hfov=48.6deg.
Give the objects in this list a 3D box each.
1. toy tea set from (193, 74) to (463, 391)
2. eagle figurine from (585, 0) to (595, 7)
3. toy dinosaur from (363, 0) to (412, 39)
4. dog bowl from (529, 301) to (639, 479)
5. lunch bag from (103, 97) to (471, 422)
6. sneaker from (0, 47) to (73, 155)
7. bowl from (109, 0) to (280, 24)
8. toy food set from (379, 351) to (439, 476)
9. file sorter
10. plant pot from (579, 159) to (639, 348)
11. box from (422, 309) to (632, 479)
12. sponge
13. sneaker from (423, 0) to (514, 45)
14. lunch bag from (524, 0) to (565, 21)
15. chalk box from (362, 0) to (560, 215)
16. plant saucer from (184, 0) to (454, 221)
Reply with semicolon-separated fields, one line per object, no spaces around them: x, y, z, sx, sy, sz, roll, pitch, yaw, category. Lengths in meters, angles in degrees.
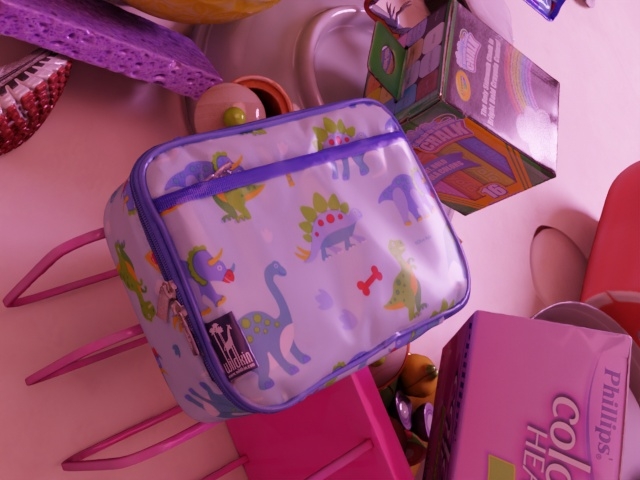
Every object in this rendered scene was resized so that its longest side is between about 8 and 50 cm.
0.000;0.000;0.666;0.336;0.124;0.200;41;85;-16;toy tea set
0.456;-0.583;1.290;0.298;0.225;0.226;24;10;5;eagle figurine
0.083;-0.240;0.798;0.082;0.047;0.090;19;71;-10;toy dinosaur
0.301;0.254;0.861;0.349;0.102;0.348;15;64;-34;dog bowl
-0.016;0.003;0.458;0.219;0.090;0.176;-18;82;-37;lunch bag
-0.288;-0.111;0.558;0.092;0.088;0.225;47;47;-3;sneaker
-0.163;-0.315;0.679;0.290;0.156;0.289;25;52;-37;bowl
0.077;0.197;0.729;0.128;0.071;0.218;47;51;-13;toy food set
-0.093;0.130;0.538;0.182;0.202;0.290;-20;85;-40;file sorter
0.504;0.055;1.009;0.275;0.275;0.243;46;59;-14;plant pot
0.157;0.191;0.607;0.117;0.243;0.213;10;76;5;box
-0.199;-0.189;0.642;0.210;0.031;0.117;12;29;-39;sponge
0.253;-0.277;1.030;0.123;0.106;0.290;-8;76;-37;sneaker
0.244;-0.483;1.059;0.293;0.138;0.220;10;46;-29;lunch bag
0.125;-0.140;0.731;0.213;0.132;0.132;27;59;-26;chalk box
0.042;-0.155;0.824;0.401;0.101;0.400;15;64;-32;plant saucer
